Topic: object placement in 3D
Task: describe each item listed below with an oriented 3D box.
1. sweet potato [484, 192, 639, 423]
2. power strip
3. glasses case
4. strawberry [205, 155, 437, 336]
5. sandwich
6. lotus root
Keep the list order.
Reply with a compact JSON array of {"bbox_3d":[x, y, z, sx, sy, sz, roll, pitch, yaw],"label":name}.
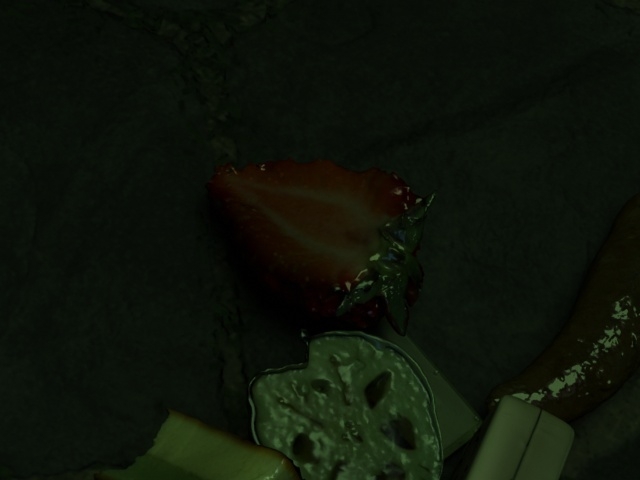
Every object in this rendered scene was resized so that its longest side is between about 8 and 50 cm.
[{"bbox_3d":[0.285,0.075,1.913,0.114,0.092,0.341,24,53,20],"label":"sweet potato"},{"bbox_3d":[0.077,0.136,1.853,0.076,0.028,0.169,-33,73,-27],"label":"power strip"},{"bbox_3d":[0.118,0.300,1.694,0.076,0.144,0.336,28,54,1],"label":"glasses case"},{"bbox_3d":[-0.010,0.011,1.865,0.228,0.098,0.174,10,57,17],"label":"strawberry"},{"bbox_3d":[-0.086,0.265,1.683,0.186,0.220,0.108,15,49,39],"label":"sandwich"},{"bbox_3d":[0.013,0.185,1.774,0.183,0.078,0.203,0,69,-21],"label":"lotus root"}]
